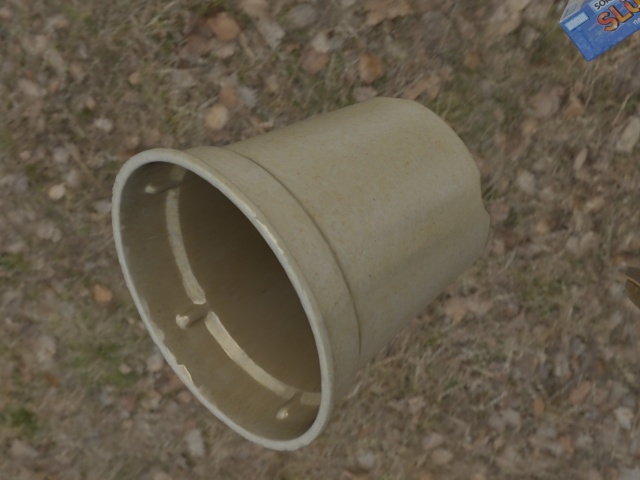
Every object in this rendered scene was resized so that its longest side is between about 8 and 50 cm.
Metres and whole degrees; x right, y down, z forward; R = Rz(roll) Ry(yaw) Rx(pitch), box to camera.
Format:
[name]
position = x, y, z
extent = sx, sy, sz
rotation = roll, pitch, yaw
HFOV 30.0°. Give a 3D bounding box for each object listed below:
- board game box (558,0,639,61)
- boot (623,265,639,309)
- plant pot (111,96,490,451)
[board game box]
position = 0.241, -0.205, 0.813
extent = 0.136, 0.201, 0.035
rotation = -33, 104, 32
[boot]
position = 0.373, 0.121, 1.173
extent = 0.112, 0.305, 0.115
rotation = 13, 111, -22
[plant pot]
position = 0.000, 0.000, 1.269
extent = 0.334, 0.305, 0.333
rotation = 32, 138, 34
